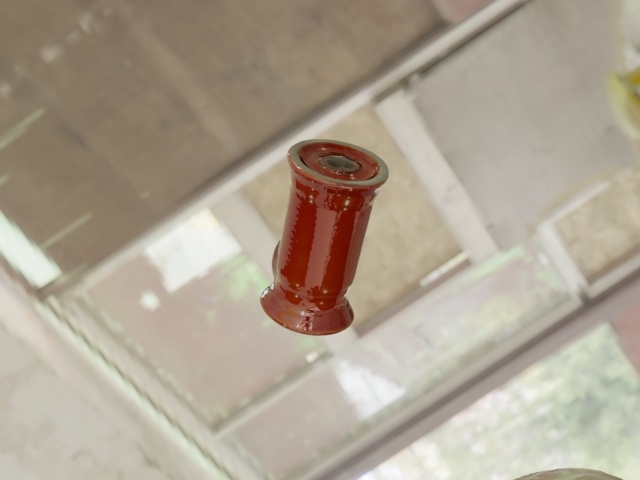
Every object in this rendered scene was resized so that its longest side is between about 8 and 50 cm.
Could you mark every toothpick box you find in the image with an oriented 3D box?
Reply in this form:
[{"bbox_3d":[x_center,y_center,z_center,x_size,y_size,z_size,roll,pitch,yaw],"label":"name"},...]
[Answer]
[{"bbox_3d":[0.000,0.000,0.717,0.047,0.047,0.083,-119,37,-55],"label":"toothpick box"}]

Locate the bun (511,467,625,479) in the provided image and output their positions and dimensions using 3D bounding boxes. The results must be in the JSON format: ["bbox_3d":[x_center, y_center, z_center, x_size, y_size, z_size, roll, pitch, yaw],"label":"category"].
[{"bbox_3d":[0.079,0.252,0.702,0.299,0.165,0.299,0,-90,-89],"label":"bun"}]
